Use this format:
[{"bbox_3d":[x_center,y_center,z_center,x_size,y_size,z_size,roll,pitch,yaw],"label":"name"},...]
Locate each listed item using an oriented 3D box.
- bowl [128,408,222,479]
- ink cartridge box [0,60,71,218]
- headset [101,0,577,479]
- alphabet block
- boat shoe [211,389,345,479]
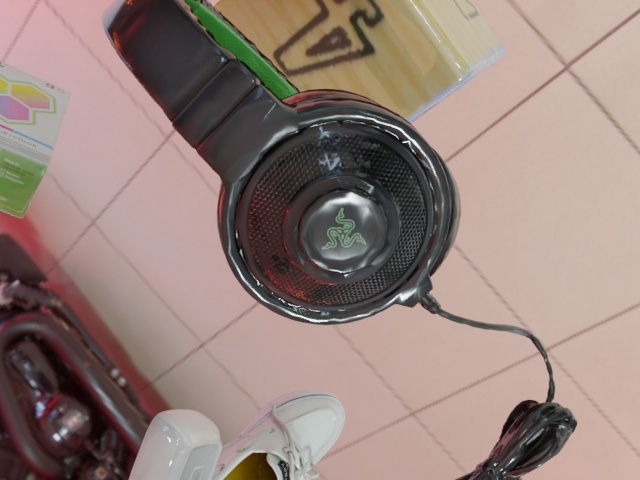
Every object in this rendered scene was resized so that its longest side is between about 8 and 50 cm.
[{"bbox_3d":[-0.170,0.277,1.104,0.053,0.142,0.142,19,86,21],"label":"bowl"},{"bbox_3d":[-0.297,-0.116,0.851,0.109,0.209,0.062,23,118,-19],"label":"ink cartridge box"},{"bbox_3d":[0.000,0.000,0.592,0.185,0.243,0.394,-45,83,9],"label":"headset"},{"bbox_3d":[0.038,-0.200,0.911,0.193,0.192,0.197,-35,91,26],"label":"alphabet block"},{"bbox_3d":[-0.074,0.333,1.354,0.156,0.367,0.136,3,110,50],"label":"boat shoe"}]
